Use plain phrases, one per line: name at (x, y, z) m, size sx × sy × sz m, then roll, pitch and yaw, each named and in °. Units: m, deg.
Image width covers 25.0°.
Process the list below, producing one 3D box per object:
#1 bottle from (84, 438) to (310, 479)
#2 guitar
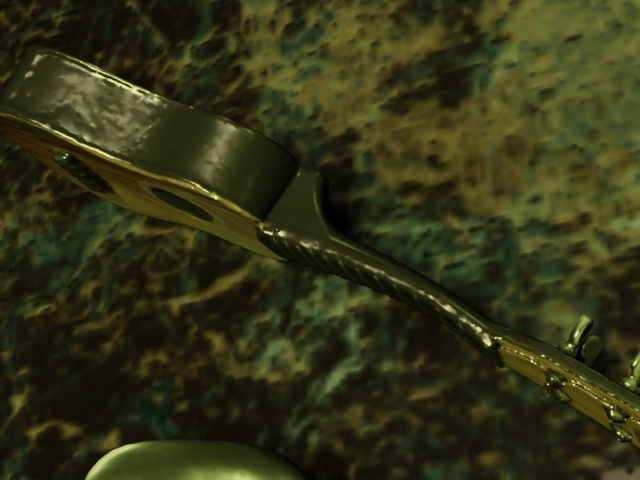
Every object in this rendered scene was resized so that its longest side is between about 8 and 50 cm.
bottle at (-0.043, 0.188, 0.418) m, size 0.096 × 0.079 × 0.253 m, roll -19°, pitch 61°, yaw 35°
guitar at (0.002, -0.002, 0.482) m, size 0.271 × 0.084 × 0.038 m, roll 24°, pitch 82°, yaw 29°
